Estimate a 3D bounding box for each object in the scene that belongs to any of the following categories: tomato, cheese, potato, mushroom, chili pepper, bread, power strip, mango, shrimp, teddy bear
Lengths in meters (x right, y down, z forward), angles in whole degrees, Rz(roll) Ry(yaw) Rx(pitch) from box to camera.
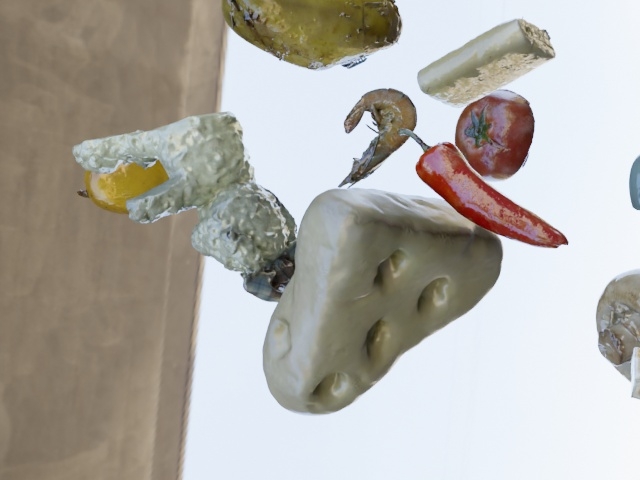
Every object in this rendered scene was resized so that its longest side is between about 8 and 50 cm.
[{"bbox_3d":[0.385,-0.246,1.732,0.085,0.225,0.224,3,-83,-31],"label":"tomato"},{"bbox_3d":[0.099,0.090,1.068,0.329,0.129,0.350,-3,-57,-32],"label":"cheese"},{"bbox_3d":[-0.014,-0.365,1.235,0.173,0.301,0.140,109,167,-54],"label":"potato"},{"bbox_3d":[0.630,0.171,1.511,0.195,0.189,0.253,-16,-68,-12],"label":"mushroom"},{"bbox_3d":[0.199,-0.064,0.980,0.063,0.272,0.071,-40,-21,-25],"label":"chili pepper"},{"bbox_3d":[0.250,-0.268,1.140,0.140,0.178,0.060,7,-115,-53],"label":"bread"},{"bbox_3d":[0.718,-0.127,1.572,0.216,0.044,0.137,-4,-94,-35],"label":"power strip"},{"bbox_3d":[-0.414,-0.151,1.769,0.119,0.317,0.176,-112,14,-74],"label":"mango"},{"bbox_3d":[0.105,-0.225,1.654,0.144,0.052,0.251,38,-90,-15],"label":"shrimp"},{"bbox_3d":[-0.226,-0.046,1.393,0.327,0.376,0.361,-26,-75,-63],"label":"teddy bear"}]

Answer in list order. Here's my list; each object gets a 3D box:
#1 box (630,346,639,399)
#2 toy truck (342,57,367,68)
[{"bbox_3d":[0.508,0.192,0.946,0.122,0.221,0.032,-33,-48,-64],"label":"box"},{"bbox_3d":[0.103,-0.581,2.395,0.090,0.056,0.073,1,-41,-47],"label":"toy truck"}]
